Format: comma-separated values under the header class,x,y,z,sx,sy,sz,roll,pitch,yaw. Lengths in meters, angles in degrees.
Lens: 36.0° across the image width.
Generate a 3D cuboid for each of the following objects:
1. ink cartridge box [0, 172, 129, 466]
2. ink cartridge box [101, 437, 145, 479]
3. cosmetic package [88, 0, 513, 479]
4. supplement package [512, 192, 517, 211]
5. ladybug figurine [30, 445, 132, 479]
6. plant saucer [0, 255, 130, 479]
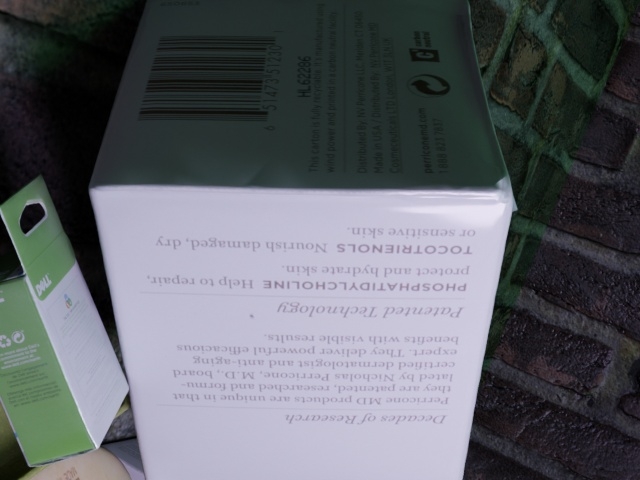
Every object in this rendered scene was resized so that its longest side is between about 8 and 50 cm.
class,x,y,z,sx,sy,sz,roll,pitch,yaw
ink cartridge box,-0.230,0.062,0.798,0.109,0.062,0.209,-80,153,-72
ink cartridge box,-0.138,0.350,1.289,0.306,0.226,0.131,10,100,-64
cosmetic package,-0.015,0.003,0.978,0.329,0.328,0.393,-90,180,-48
supplement package,0.184,-0.155,1.474,0.262,0.145,0.204,49,23,-63
ladybug figurine,-0.324,0.368,1.006,0.305,0.162,0.449,-30,138,-53
plant saucer,-0.296,0.127,0.873,0.188,0.188,0.045,-34,172,-49
